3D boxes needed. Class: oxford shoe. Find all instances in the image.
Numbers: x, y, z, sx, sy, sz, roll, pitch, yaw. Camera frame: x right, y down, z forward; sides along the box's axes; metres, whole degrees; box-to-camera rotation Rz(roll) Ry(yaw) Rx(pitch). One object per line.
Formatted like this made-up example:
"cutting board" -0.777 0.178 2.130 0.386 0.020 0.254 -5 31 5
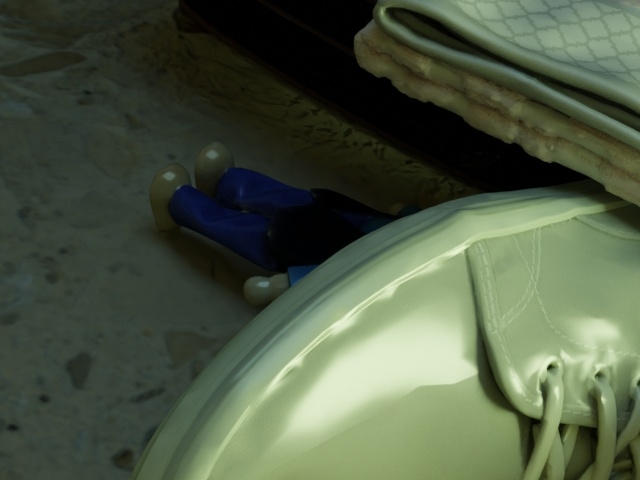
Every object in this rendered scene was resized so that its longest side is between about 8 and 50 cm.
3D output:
"oxford shoe" 0.096 0.067 0.851 0.449 0.169 0.130 -17 53 -44

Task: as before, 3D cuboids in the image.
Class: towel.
"towel" 0.216 -0.104 0.963 0.332 0.053 0.317 27 37 9

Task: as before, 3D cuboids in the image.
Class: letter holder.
"letter holder" 0.044 -0.142 1.120 0.302 0.152 0.214 31 39 19

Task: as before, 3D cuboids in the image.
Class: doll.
"doll" 0.000 0.000 0.957 0.189 0.046 0.129 19 32 31
